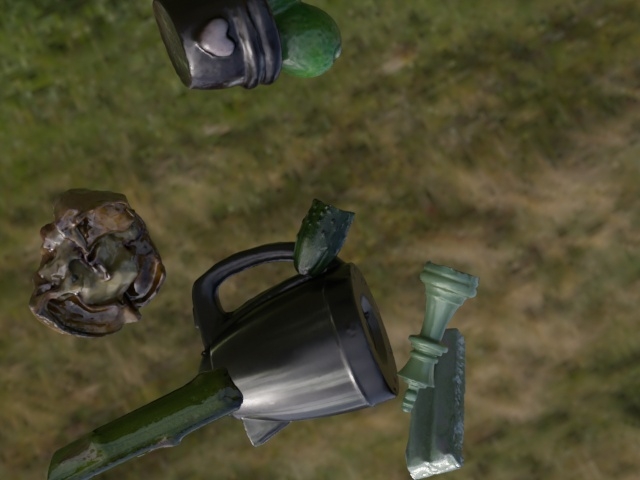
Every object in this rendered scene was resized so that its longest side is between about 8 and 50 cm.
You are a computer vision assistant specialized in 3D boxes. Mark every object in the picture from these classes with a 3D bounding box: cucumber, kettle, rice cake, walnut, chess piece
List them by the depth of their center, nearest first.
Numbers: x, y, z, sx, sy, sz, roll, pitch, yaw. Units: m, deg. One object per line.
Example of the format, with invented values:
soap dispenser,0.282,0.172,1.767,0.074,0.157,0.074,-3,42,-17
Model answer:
chess piece,0.108,0.098,1.565,0.059,0.059,0.149,22,85,-68
cucumber,0.000,0.000,2.214,0.035,0.067,0.107,-161,-87,-87
rice cake,0.165,0.226,2.248,0.085,0.226,0.040,-24,135,35
kettle,-0.054,0.152,2.265,0.271,0.250,0.207,-21,-156,10
walnut,-0.350,0.026,2.476,0.204,0.141,0.238,7,112,-34

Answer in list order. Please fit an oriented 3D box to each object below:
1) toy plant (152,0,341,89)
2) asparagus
toy plant,-0.081,-0.291,1.973,0.235,0.218,0.175,-23,-169,-17
asparagus,-0.232,0.245,2.055,0.278,0.060,0.067,-24,122,-7
